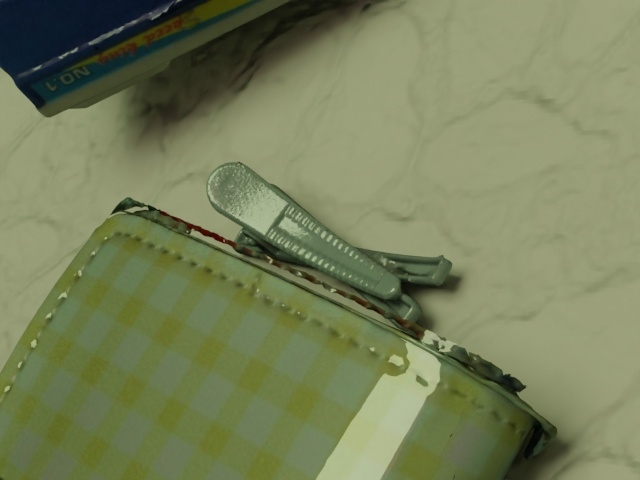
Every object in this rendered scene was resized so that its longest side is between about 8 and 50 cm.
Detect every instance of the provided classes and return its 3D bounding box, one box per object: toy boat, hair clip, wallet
[{"bbox_3d":[-0.003,-0.155,0.786,0.295,0.088,0.129,-24,47,14],"label":"toy boat"},{"bbox_3d":[-0.001,0.001,0.698,0.115,0.039,0.030,24,85,46],"label":"hair clip"},{"bbox_3d":[-0.077,0.148,0.642,0.223,0.077,0.309,26,81,45],"label":"wallet"}]
